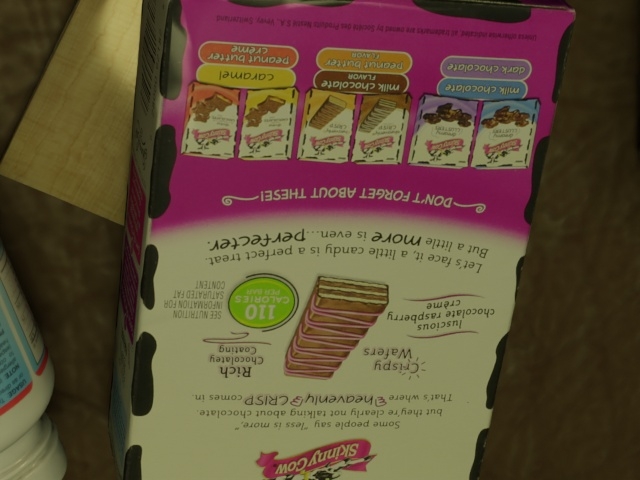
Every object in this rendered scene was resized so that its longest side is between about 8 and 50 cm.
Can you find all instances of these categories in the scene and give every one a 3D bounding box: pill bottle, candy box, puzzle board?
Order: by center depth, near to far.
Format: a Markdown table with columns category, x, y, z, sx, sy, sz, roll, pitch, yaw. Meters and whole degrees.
| category | x | y | z | sx | sy | sz | roll | pitch | yaw |
| --- | --- | --- | --- | --- | --- | --- | --- | --- | --- |
| pill bottle | -0.162 | 0.038 | 0.616 | 0.087 | 0.087 | 0.160 | -18 | 115 | -1 |
| candy box | 0.000 | 0.000 | 0.624 | 0.159 | 0.071 | 0.233 | 2 | 115 | -15 |
| puzzle board | -0.064 | -0.064 | 0.628 | 0.096 | 0.011 | 0.128 | 24 | 109 | -19 |
